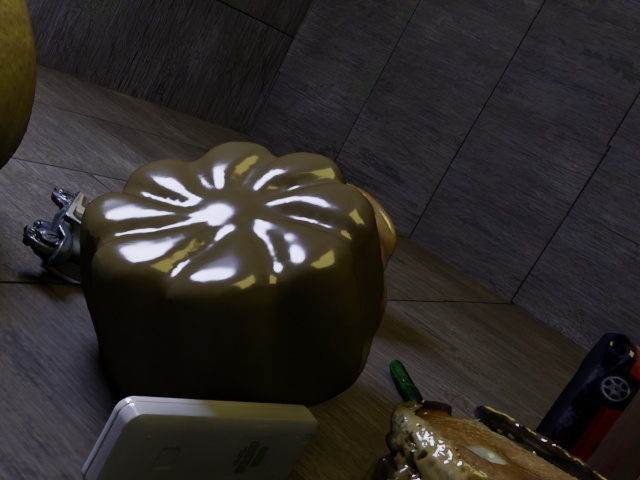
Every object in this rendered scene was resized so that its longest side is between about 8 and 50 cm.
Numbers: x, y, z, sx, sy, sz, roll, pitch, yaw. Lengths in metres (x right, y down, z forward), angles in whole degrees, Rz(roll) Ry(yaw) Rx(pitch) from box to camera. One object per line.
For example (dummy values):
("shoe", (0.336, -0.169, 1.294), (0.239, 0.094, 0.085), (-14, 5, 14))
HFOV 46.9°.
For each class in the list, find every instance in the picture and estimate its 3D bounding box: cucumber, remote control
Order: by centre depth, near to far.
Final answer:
("remote control", (-0.112, 0.211, 0.751), (0.250, 0.103, 0.034), (15, 20, -45))
("cucumber", (0.155, 0.265, 1.303), (0.036, 0.033, 0.184), (43, 7, -23))

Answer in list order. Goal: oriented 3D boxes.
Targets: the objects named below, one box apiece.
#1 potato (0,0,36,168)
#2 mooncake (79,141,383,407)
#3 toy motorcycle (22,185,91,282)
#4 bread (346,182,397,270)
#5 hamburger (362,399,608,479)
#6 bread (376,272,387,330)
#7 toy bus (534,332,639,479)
("potato", (-0.551, -0.194, 0.925), (0.385, 0.320, 0.442), (-13, 2, -21))
("mooncake", (-0.107, 0.028, 0.908), (0.378, 0.201, 0.378), (1, 38, -1))
("toy motorcycle", (-0.362, -0.001, 1.123), (0.157, 0.091, 0.263), (29, 9, -18))
("bread", (0.000, 0.000, 1.557), (0.315, 0.270, 0.211), (12, 4, -35))
("hamburger", (0.175, 0.305, 0.780), (0.318, 0.195, 0.276), (35, 16, 38))
("bread", (-0.023, 0.077, 1.146), (0.269, 0.270, 0.148), (31, 3, 17))
("toy bus", (0.415, 0.295, 1.113), (0.147, 0.303, 0.127), (33, 9, 4))
